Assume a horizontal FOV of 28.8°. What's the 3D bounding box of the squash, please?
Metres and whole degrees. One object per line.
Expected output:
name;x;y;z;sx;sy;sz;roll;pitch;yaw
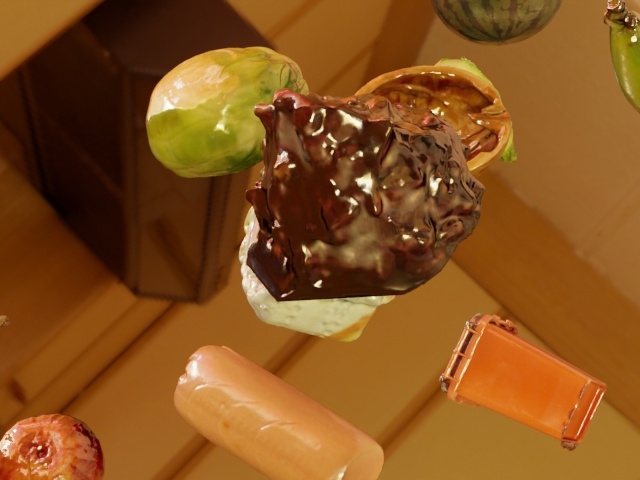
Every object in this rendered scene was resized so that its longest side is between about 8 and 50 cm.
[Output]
squash;0.244;-0.186;1.864;0.075;0.090;0.200;-30;-64;32

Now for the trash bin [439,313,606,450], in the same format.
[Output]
trash bin;0.332;0.232;2.055;0.238;0.161;0.184;26;2;32

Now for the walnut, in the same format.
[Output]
walnut;0.138;-0.140;1.610;0.211;0.167;0.087;4;-26;3

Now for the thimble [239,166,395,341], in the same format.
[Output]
thimble;0.000;0.000;1.718;0.167;0.254;0.288;14;27;-19

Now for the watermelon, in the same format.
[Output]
watermelon;0.255;-0.390;1.801;0.212;0.212;0.212;39;-20;17

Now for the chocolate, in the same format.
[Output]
chocolate;0.018;-0.082;1.094;0.224;0.206;0.177;-3;-40;22

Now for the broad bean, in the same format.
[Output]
broad bean;0.271;-0.101;0.910;0.070;0.048;0.213;-30;-64;33

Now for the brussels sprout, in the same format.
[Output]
brussels sprout;-0.122;-0.168;1.608;0.161;0.223;0.223;60;-22;-9

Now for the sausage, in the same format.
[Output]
sausage;-0.065;0.244;1.643;0.304;0.121;0.121;28;-25;28

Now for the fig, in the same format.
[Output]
fig;-0.293;0.262;1.403;0.150;0.128;0.128;31;-7;-38

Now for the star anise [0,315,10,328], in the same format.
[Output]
star anise;-0.572;0.166;1.761;0.288;0.288;0.088;25;-31;44
